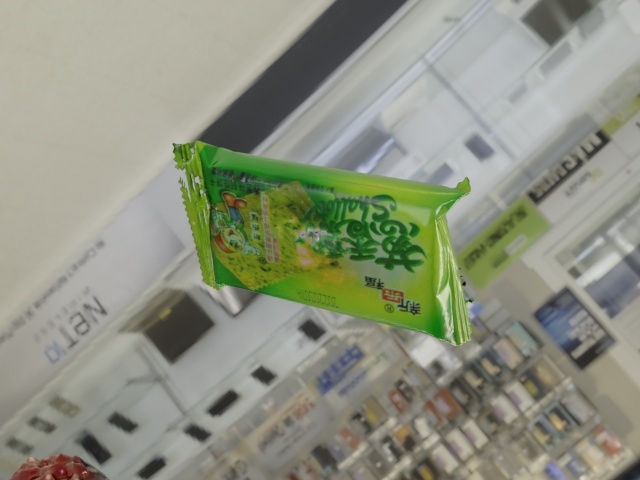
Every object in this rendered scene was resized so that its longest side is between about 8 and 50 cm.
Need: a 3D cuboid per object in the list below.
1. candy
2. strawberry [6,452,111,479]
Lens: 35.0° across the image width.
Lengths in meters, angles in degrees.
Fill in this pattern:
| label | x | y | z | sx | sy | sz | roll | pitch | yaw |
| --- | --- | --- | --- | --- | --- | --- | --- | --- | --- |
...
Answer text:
| label | x | y | z | sx | sy | sz | roll | pitch | yaw |
| --- | --- | --- | --- | --- | --- | --- | --- | --- | --- |
| candy | -0.001 | 0.001 | 0.574 | 0.032 | 0.178 | 0.102 | -44 | 138 | -51 |
| strawberry | -0.227 | 0.304 | 0.855 | 0.138 | 0.233 | 0.306 | 19 | 168 | -36 |
